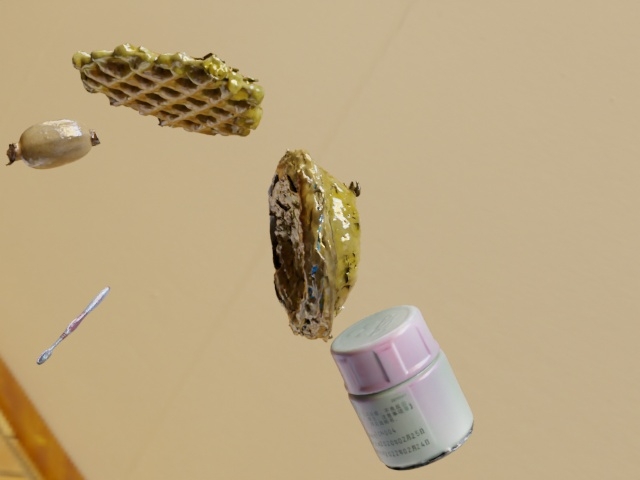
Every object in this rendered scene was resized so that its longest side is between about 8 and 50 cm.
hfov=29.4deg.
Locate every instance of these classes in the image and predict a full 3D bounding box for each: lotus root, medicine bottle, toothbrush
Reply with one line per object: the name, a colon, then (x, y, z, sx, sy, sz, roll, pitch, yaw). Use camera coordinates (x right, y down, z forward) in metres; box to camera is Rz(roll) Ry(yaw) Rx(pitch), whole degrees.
lotus root: (-0.414, -0.148, 1.877, 0.062, 0.150, 0.073, 173, -97, -69)
medicine bottle: (0.100, 0.179, 1.501, 0.135, 0.135, 0.168, -13, -72, 45)
toothbrush: (-0.398, 0.135, 1.976, 0.019, 0.013, 0.193, -27, -162, 46)

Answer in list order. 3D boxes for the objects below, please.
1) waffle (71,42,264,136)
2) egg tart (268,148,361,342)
waffle: (-0.209, -0.210, 1.726, 0.291, 0.291, 0.051, -8, -113, 46)
egg tart: (0.000, 0.000, 1.678, 0.291, 0.107, 0.290, 175, -90, -76)
